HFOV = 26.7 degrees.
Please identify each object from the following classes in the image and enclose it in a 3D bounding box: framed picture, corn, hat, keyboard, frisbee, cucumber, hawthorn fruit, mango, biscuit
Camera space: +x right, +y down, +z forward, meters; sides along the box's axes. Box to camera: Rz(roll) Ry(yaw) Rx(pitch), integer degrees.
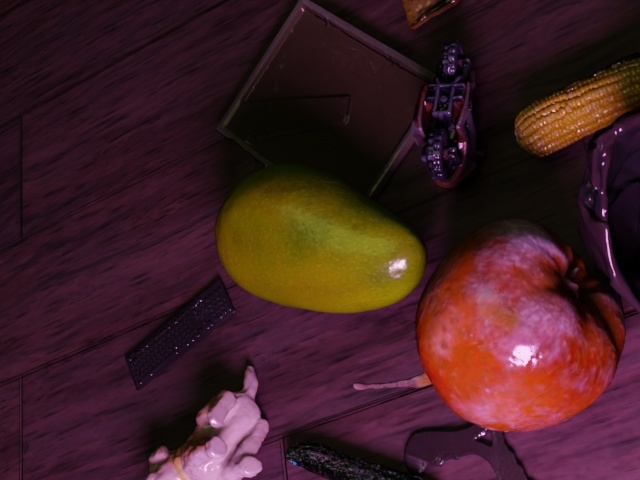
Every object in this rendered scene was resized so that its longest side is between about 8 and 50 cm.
[{"bbox_3d":[0.010,-0.190,1.938,0.335,0.022,0.247,37,96,41],"label":"framed picture"},{"bbox_3d":[0.331,-0.167,1.648,0.203,0.072,0.072,-26,57,25],"label":"corn"},{"bbox_3d":[0.432,-0.022,1.467,0.336,0.209,0.238,25,103,4],"label":"hat"},{"bbox_3d":[-0.208,0.138,1.974,0.202,0.011,0.067,-39,53,19],"label":"keyboard"},{"bbox_3d":[0.203,0.250,1.604,0.211,0.012,0.187,-42,52,16],"label":"frisbee"},{"bbox_3d":[0.049,0.293,1.684,0.257,0.043,0.044,12,79,42],"label":"cucumber"},{"bbox_3d":[0.222,0.109,1.523,0.235,0.231,0.263,41,139,25],"label":"hawthorn fruit"},{"bbox_3d":[0.000,0.000,1.766,0.343,0.156,0.192,10,115,39],"label":"mango"},{"bbox_3d":[0.153,-0.347,1.898,0.083,0.018,0.081,-29,55,25],"label":"biscuit"}]

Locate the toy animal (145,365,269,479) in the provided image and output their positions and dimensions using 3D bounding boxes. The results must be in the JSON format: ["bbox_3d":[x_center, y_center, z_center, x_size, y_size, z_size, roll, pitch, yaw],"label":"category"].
[{"bbox_3d":[-0.157,0.278,1.839,0.185,0.104,0.184,-46,19,35],"label":"toy animal"}]

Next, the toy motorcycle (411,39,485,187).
[{"bbox_3d":[0.168,-0.155,1.753,0.084,0.118,0.212,-1,57,21],"label":"toy motorcycle"}]
